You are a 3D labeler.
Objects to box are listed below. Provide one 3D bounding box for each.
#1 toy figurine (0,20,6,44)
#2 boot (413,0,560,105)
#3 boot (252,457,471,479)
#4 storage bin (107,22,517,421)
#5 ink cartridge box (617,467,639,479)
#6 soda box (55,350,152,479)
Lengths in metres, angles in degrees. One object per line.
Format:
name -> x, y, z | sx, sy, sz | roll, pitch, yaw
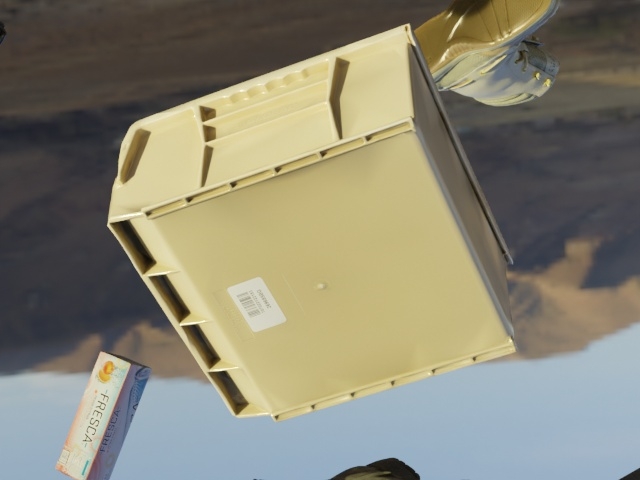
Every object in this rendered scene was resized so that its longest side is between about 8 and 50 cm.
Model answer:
toy figurine -> -0.542, -0.237, 2.010 | 0.148, 0.209, 0.213 | 32, 155, -32
boot -> 0.203, -0.208, 1.598 | 0.165, 0.077, 0.213 | 9, 152, -42
boot -> 0.044, 0.259, 1.373 | 0.161, 0.083, 0.246 | -5, -175, -28
storage bin -> 0.000, 0.000, 1.237 | 0.260, 0.262, 0.123 | -18, -141, 13
ink cartridge box -> 0.386, 0.341, 1.574 | 0.307, 0.072, 0.303 | -27, -152, -10
soda box -> -0.309, 0.254, 2.161 | 0.058, 0.183, 0.063 | 20, 178, 28
